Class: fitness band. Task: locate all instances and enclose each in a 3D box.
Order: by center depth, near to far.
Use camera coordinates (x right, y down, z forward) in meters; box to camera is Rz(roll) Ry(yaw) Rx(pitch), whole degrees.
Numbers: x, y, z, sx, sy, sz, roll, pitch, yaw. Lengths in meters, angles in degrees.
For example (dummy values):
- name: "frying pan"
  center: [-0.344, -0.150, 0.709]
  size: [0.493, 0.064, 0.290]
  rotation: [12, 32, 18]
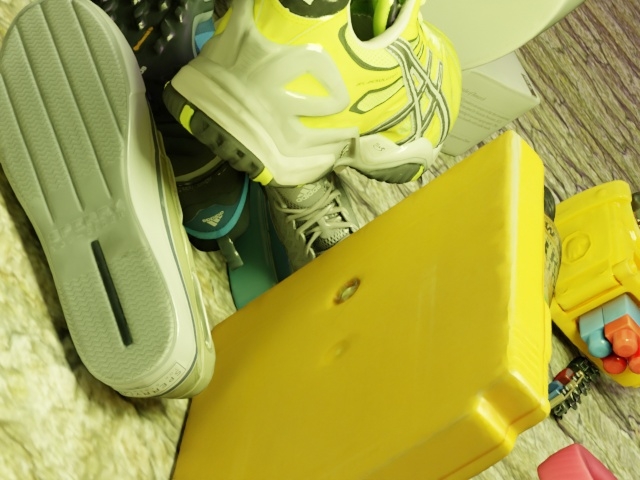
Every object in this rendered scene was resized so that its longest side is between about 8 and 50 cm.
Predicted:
- name: "fitness band"
  center: [0.280, 0.288, 1.747]
  size: [0.209, 0.054, 0.291]
  rotation: [64, 10, 31]

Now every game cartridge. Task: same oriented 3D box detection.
- name: "game cartridge"
  center: [0.025, 0.088, 1.263]
  size: [0.052, 0.285, 0.323]
  rotation: [47, 24, -21]

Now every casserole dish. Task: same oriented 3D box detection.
- name: "casserole dish"
  center: [-0.028, 0.022, 1.576]
  size: [0.114, 0.037, 0.188]
  rotation: [38, 29, -36]

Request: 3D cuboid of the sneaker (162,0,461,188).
- name: "sneaker"
  center: [0.036, -0.133, 1.420]
  size: [0.145, 0.147, 0.385]
  rotation: [40, 21, 10]

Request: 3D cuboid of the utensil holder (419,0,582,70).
- name: "utensil holder"
  center: [0.142, -0.338, 1.770]
  size: [0.327, 0.327, 0.385]
  rotation: [55, 28, -2]

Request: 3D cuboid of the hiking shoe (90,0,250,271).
- name: "hiking shoe"
  center: [-0.121, -0.113, 1.521]
  size: [0.304, 0.113, 0.132]
  rotation: [-102, 176, -48]

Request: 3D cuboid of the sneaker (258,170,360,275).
- name: "sneaker"
  center: [0.000, 0.000, 1.462]
  size: [0.228, 0.086, 0.132]
  rotation: [61, -2, 36]

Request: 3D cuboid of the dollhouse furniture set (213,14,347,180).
- name: "dollhouse furniture set"
  center: [-0.036, -0.148, 1.667]
  size: [0.129, 0.129, 0.183]
  rotation: [36, 31, -41]

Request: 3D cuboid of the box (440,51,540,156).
- name: "box"
  center: [0.117, -0.204, 2.075]
  size: [0.182, 0.119, 0.181]
  rotation: [14, 46, -59]

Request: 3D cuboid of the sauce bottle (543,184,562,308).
- name: "sauce bottle"
  center: [0.178, 0.023, 1.901]
  size: [0.111, 0.111, 0.344]
  rotation: [52, 22, -11]

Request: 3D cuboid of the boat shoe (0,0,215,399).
- name: "boat shoe"
  center: [-0.149, -0.025, 1.337]
  size: [0.094, 0.109, 0.302]
  rotation: [47, 25, -66]

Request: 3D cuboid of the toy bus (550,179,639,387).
- name: "toy bus"
  center: [0.334, 0.080, 2.096]
  size: [0.220, 0.149, 0.211]
  rotation: [44, 28, -32]

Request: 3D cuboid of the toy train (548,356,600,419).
- name: "toy train"
  center: [0.256, 0.148, 1.999]
  size: [0.036, 0.027, 0.158]
  rotation: [53, 22, 2]
